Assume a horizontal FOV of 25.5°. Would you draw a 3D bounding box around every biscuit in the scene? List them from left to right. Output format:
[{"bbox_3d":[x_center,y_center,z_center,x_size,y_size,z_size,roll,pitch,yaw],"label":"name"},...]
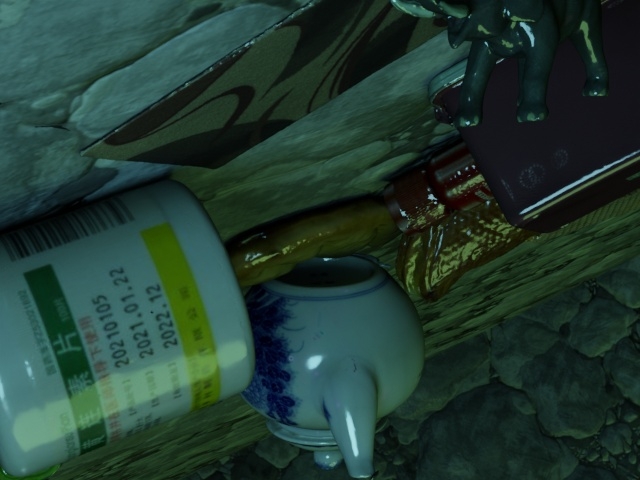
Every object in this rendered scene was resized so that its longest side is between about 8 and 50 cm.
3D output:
[{"bbox_3d":[0.003,-0.002,1.708,0.299,0.045,0.154,-16,166,-35],"label":"biscuit"},{"bbox_3d":[0.427,-0.066,2.141,0.379,0.054,0.094,-16,160,-46],"label":"biscuit"}]

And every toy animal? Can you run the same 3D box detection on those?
[{"bbox_3d":[0.138,-0.156,1.080,0.082,0.137,0.269,3,-173,39],"label":"toy animal"}]

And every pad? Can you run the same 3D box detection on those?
[{"bbox_3d":[-0.015,-0.140,1.159,0.330,0.004,0.220,-29,167,25],"label":"pad"}]

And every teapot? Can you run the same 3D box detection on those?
[{"bbox_3d":[0.007,0.167,1.814,0.252,0.280,0.424,-5,-161,-11],"label":"teapot"}]

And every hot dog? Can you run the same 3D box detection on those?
[{"bbox_3d":[0.207,-0.033,1.775,0.272,0.122,0.196,-32,164,2],"label":"hot dog"}]

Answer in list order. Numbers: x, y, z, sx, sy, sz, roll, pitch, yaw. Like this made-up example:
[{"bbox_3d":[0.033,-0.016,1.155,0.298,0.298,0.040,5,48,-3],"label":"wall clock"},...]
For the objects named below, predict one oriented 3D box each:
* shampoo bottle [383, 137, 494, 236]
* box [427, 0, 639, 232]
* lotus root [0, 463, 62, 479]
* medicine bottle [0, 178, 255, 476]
[{"bbox_3d":[0.219,-0.104,1.599,0.314,0.076,0.118,-28,169,23],"label":"shampoo bottle"},{"bbox_3d":[0.271,-0.132,1.359,0.294,0.167,0.193,-28,166,19],"label":"box"},{"bbox_3d":[-0.341,0.172,1.575,0.186,0.186,0.186,-23,168,-5],"label":"lotus root"},{"bbox_3d":[-0.248,0.093,1.237,0.340,0.208,0.208,-20,168,-17],"label":"medicine bottle"}]
